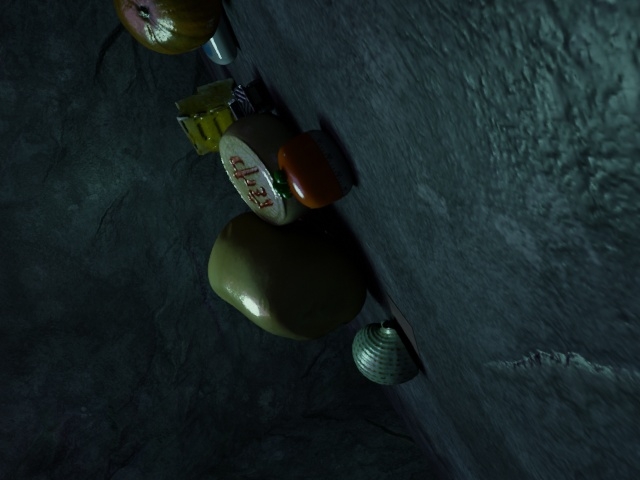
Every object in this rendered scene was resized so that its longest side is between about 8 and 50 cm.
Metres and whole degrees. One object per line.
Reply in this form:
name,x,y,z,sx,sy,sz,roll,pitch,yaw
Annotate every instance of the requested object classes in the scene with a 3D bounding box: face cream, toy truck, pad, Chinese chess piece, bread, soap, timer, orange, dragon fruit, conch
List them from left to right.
orange,-0.320,-0.497,1.013,0.240,0.171,0.240,16,141,13
face cream,-0.297,-0.584,1.149,0.163,0.080,0.337,53,172,37
soap,-0.403,-0.468,1.907,0.281,0.259,0.143,87,159,-74
toy truck,-0.178,-0.342,1.247,0.083,0.092,0.192,60,176,-7
Chinese chess piece,-0.123,-0.165,1.161,0.270,0.112,0.270,42,154,26
bread,-0.098,0.070,1.278,0.376,0.348,0.253,26,114,46
dragon fruit,-0.047,-0.038,1.528,0.130,0.121,0.142,112,163,-55
timer,-0.021,-0.111,0.813,0.136,0.136,0.099,58,180,27
conch,0.146,0.278,1.208,0.172,0.131,0.200,62,-179,38
pad,0.189,0.203,1.117,0.113,0.006,0.188,57,174,41
